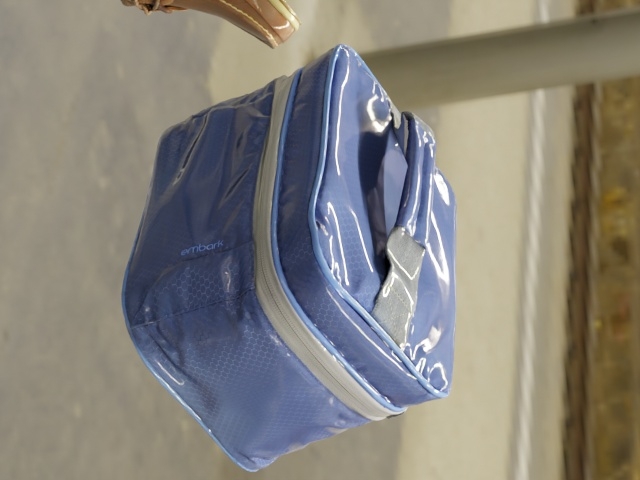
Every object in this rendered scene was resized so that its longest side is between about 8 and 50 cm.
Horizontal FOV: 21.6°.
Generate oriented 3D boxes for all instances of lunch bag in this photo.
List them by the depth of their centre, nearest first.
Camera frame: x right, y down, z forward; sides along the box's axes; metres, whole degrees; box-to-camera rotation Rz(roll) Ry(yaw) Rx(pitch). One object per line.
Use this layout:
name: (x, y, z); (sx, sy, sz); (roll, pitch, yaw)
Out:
lunch bag: (0.000, 0.000, 0.416); (0.067, 0.065, 0.098); (51, 29, -34)

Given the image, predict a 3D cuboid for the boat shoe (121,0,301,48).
boat shoe: (-0.093, -0.159, 0.985); (0.060, 0.178, 0.064); (-56, 170, -5)
